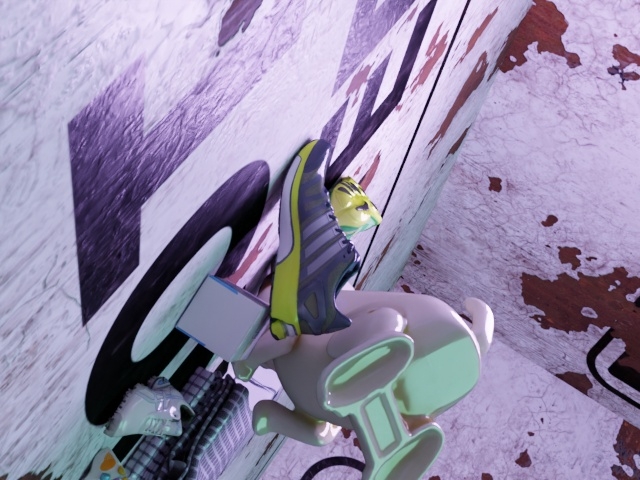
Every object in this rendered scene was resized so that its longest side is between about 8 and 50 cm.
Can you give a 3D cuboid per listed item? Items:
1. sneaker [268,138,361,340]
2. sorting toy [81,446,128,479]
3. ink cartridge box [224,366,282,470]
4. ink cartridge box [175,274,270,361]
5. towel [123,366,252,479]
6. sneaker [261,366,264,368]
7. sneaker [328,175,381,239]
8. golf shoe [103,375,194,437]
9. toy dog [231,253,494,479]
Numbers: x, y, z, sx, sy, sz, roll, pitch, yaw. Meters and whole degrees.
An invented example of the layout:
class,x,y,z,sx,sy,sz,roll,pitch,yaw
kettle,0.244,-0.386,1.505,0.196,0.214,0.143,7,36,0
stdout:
class,x,y,z,sx,sy,sz,roll,pitch,yaw
sneaker,0.000,0.000,1.460,0.111,0.121,0.299,77,18,-79
sorting toy,-0.314,0.337,1.421,0.075,0.045,0.083,-34,163,-18
ink cartridge box,-0.159,0.349,2.085,0.208,0.087,0.153,-48,167,-50
ink cartridge box,-0.130,0.112,1.444,0.089,0.092,0.143,-58,172,-1
towel,-0.215,0.359,1.732,0.235,0.121,0.283,-55,170,-23
sneaker,-0.079,0.169,1.932,0.130,0.087,0.227,-58,168,11
sneaker,0.031,-0.045,1.812,0.123,0.109,0.295,-37,175,9
golf shoe,-0.227,0.238,1.379,0.069,0.086,0.176,-59,169,16
toy dog,0.032,0.156,1.624,0.395,0.408,0.284,-43,126,-18
